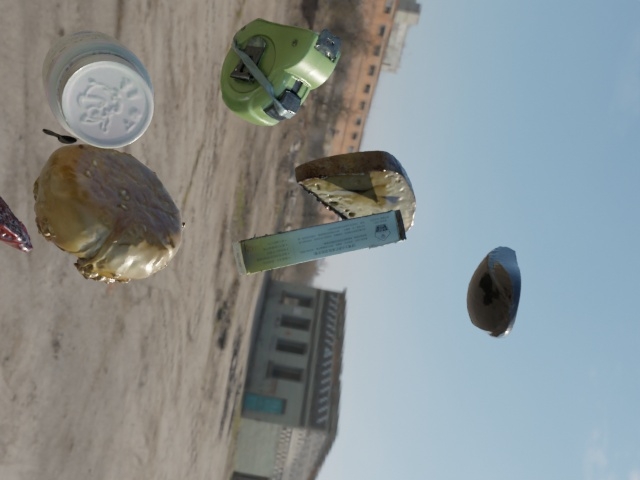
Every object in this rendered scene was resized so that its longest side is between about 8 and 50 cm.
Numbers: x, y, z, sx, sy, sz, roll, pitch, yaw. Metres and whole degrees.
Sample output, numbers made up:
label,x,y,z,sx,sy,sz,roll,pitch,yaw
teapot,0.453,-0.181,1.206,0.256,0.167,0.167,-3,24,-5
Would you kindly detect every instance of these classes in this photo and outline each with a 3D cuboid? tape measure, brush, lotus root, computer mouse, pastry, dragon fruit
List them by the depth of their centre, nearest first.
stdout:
label,x,y,z,sx,sy,sz,roll,pitch,yaw
dragon fruit,-0.397,-0.028,0.794,0.097,0.063,0.131,52,-6,35
tape measure,-0.085,-0.274,1.103,0.106,0.200,0.175,23,95,-53
brush,-0.445,-0.177,1.169,0.024,0.083,0.008,-41,143,-43
computer mouse,0.328,0.096,1.330,0.270,0.086,0.138,-51,155,-70
lotus root,0.093,-0.097,1.348,0.170,0.260,0.074,-28,-136,25
pastry,-0.435,-0.044,1.392,0.184,0.315,0.284,-37,-140,27

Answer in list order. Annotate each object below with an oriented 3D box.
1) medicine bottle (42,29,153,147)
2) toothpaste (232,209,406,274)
label,x,y,z,sx,sy,sz,roll,pitch,yaw
medicine bottle,-0.373,-0.254,1.154,0.293,0.170,0.170,-135,-128,-57
toothpaste,0.000,0.000,1.265,0.089,0.312,0.071,167,-89,-72
